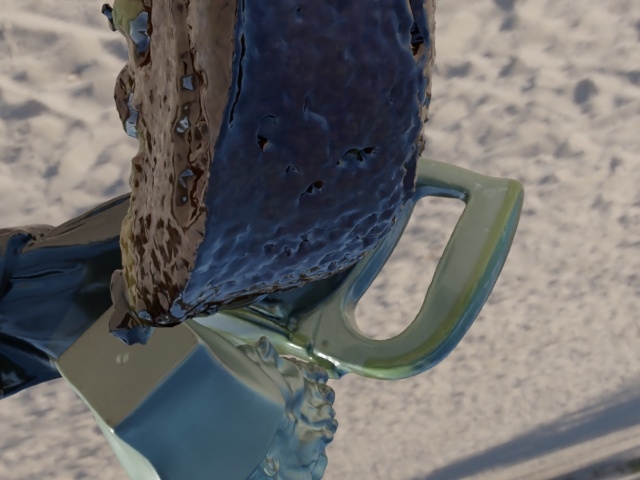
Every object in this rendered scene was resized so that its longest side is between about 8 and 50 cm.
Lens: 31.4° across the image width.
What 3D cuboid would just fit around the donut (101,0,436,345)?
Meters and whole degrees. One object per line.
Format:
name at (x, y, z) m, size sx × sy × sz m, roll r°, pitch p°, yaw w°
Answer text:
donut at (-0.019, -0.049, 0.452) m, size 0.126 × 0.186 × 0.144 m, roll -10°, pitch -170°, yaw -25°

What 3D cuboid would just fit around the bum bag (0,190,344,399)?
bum bag at (-0.126, 0.011, 0.780) m, size 0.326 × 0.079 × 0.142 m, roll -20°, pitch 124°, yaw -15°

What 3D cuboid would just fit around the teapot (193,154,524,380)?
teapot at (-0.007, 0.002, 1.063) m, size 0.322 × 0.239 × 0.239 m, roll 19°, pitch 168°, yaw -5°

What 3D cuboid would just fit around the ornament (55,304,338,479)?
ornament at (-0.075, 0.125, 0.776) m, size 0.130 × 0.120 × 0.285 m, roll -48°, pitch 158°, yaw 3°
